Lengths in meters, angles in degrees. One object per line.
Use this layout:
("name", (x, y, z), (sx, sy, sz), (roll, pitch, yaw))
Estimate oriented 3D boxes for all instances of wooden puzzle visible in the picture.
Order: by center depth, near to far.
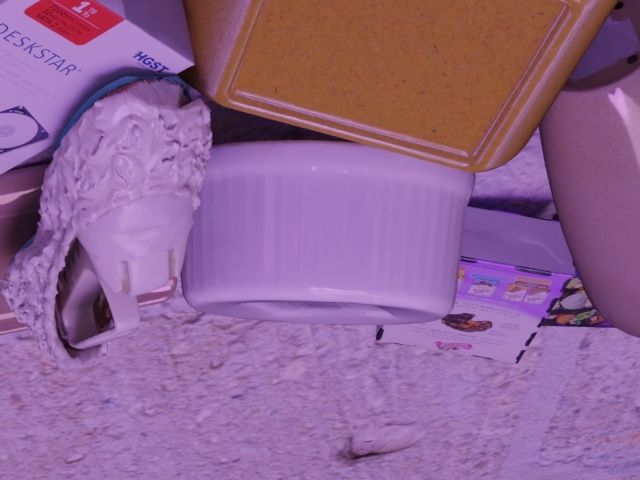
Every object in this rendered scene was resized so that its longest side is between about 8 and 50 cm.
("wooden puzzle", (-0.264, 0.002, 1.740), (0.221, 0.044, 0.239), (-12, 147, -1))

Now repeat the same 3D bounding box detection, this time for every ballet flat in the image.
("ballet flat", (-0.172, 0.004, 1.550), (0.147, 0.147, 0.409), (-1, 156, -21))

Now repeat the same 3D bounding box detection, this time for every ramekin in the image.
("ramekin", (0.000, 0.000, 1.635), (0.277, 0.135, 0.277), (3, 172, 0))

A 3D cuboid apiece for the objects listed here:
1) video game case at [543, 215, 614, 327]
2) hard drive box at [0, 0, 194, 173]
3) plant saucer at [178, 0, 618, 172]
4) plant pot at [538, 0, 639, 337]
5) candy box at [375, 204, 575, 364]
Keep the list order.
("video game case", (0.326, 0.026, 2.009), (0.210, 0.042, 0.232), (3, 148, -24))
("hard drive box", (-0.248, -0.155, 1.413), (0.232, 0.089, 0.181), (-27, 149, 25))
("plant saucer", (0.059, -0.173, 1.409), (0.332, 0.081, 0.333), (14, 146, -9))
("plant pot", (0.303, -0.089, 1.622), (0.256, 0.256, 0.274), (-23, 133, 17))
("candy box", (0.160, 0.046, 1.914), (0.164, 0.070, 0.196), (10, 147, -9))
